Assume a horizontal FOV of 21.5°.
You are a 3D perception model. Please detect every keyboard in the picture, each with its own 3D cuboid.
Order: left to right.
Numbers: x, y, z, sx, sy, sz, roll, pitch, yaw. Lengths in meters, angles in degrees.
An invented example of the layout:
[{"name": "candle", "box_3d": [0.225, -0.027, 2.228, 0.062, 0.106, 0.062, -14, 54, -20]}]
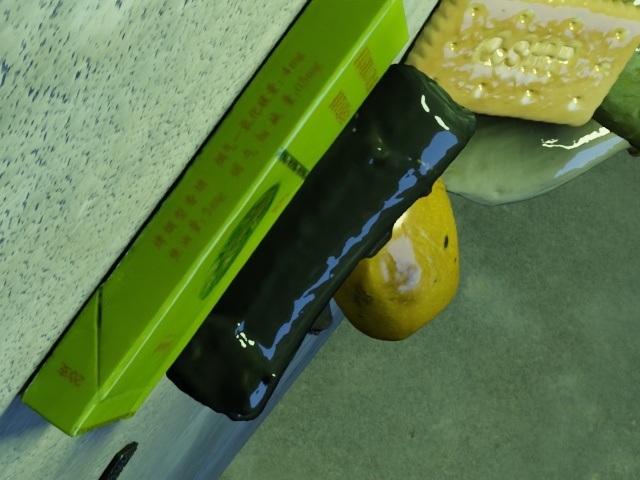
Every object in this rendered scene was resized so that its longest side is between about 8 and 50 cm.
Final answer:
[{"name": "keyboard", "box_3d": [-0.232, 0.267, 1.699, 0.155, 0.010, 0.053, -55, 174, 17]}]

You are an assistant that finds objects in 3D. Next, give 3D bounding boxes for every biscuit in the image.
[{"name": "biscuit", "box_3d": [0.200, -0.180, 1.647, 0.249, 0.030, 0.160, 5, 132, -33]}]

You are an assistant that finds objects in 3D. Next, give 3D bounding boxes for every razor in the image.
[{"name": "razor", "box_3d": [-0.004, -0.001, 1.393, 0.327, 0.107, 0.189, -53, 176, 6]}]

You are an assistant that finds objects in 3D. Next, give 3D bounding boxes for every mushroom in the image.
[{"name": "mushroom", "box_3d": [0.255, -0.117, 2.093, 0.350, 0.128, 0.128, -14, 175, 1]}]

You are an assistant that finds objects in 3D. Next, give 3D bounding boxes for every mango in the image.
[{"name": "mango", "box_3d": [0.073, 0.009, 1.732, 0.359, 0.144, 0.187, 61, 27, -69]}]

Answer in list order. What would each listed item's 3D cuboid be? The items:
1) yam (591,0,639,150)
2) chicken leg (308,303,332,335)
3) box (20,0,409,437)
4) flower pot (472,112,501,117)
[{"name": "yam", "box_3d": [0.323, -0.226, 1.805, 0.195, 0.300, 0.195, -41, -149, 32]}, {"name": "chicken leg", "box_3d": [-0.012, 0.042, 1.832, 0.196, 0.080, 0.125, -48, 158, -46]}, {"name": "box", "box_3d": [-0.059, -0.023, 1.092, 0.335, 0.047, 0.187, -54, 175, 1]}, {"name": "flower pot", "box_3d": [0.197, -0.210, 1.976, 0.111, 0.111, 0.089, 115, -2, -68]}]
